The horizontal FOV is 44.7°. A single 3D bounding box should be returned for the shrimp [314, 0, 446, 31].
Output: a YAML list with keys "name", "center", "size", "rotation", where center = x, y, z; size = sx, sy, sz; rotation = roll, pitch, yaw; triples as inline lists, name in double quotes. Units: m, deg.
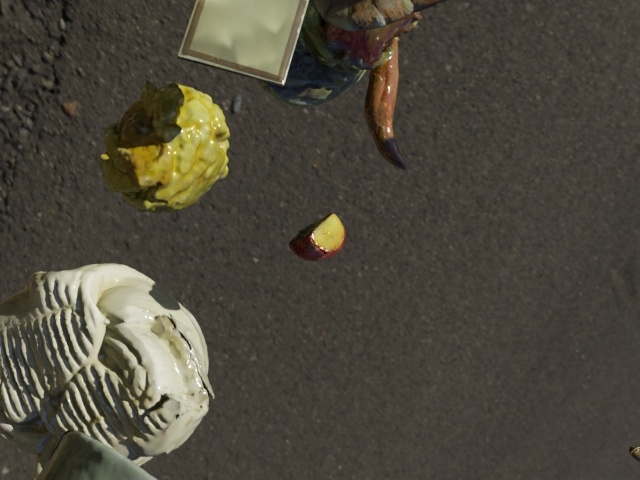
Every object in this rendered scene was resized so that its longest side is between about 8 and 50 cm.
- name: "shrimp"
  center: [0.084, -0.264, 0.703]
  size: [0.195, 0.147, 0.035]
  rotation: [-14, 148, 11]

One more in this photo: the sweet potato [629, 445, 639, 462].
- name: "sweet potato"
  center: [0.402, 0.244, 0.705]
  size: [0.074, 0.269, 0.075]
  rotation: [-60, 172, -14]

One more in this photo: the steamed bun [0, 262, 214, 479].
- name: "steamed bun"
  center: [-0.310, 0.202, 1.150]
  size: [0.237, 0.394, 0.346]
  rotation: [-9, 109, -66]

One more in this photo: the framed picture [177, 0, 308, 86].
- name: "framed picture"
  center: [-0.111, -0.361, 1.220]
  size: [0.173, 0.231, 0.010]
  rotation: [16, 161, -2]

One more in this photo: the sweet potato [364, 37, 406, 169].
- name: "sweet potato"
  center: [0.122, -0.260, 1.486]
  size: [0.058, 0.078, 0.255]
  rotation: [-3, 91, -69]

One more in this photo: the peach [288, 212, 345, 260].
- name: "peach"
  center: [0.000, 0.000, 0.996]
  size: [0.077, 0.083, 0.050]
  rotation: [-33, 92, -11]

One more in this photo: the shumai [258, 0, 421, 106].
- name: "shumai"
  center: [0.034, -0.443, 1.420]
  size: [0.324, 0.323, 0.397]
  rotation: [13, 92, -31]

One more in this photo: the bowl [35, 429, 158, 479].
- name: "bowl"
  center: [-0.140, 0.294, 0.592]
  size: [0.146, 0.289, 0.289]
  rotation: [-47, 140, -29]

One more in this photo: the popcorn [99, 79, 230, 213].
- name: "popcorn"
  center: [-0.286, -0.172, 1.414]
  size: [0.249, 0.225, 0.249]
  rotation: [-35, 158, -16]
